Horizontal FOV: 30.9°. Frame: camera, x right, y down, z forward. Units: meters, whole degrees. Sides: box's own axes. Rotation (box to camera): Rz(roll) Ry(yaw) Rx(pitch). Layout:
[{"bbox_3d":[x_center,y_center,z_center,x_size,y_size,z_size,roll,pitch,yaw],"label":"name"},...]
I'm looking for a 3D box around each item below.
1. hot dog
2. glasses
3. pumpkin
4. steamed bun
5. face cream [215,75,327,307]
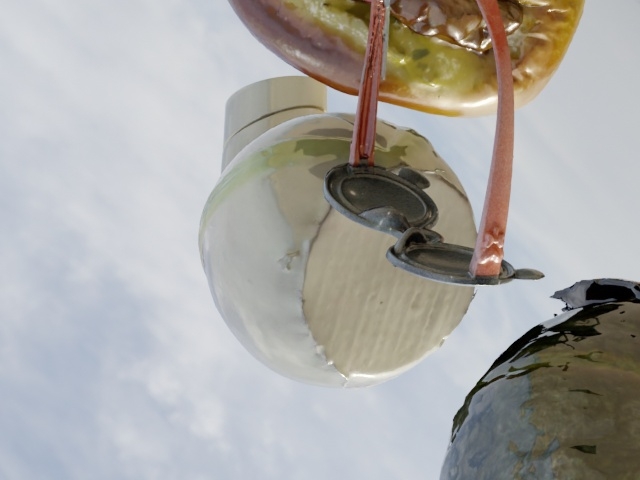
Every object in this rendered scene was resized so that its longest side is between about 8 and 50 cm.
[{"bbox_3d":[0.035,-0.267,1.077,0.405,0.185,0.223,37,-144,20],"label":"hot dog"},{"bbox_3d":[0.094,-0.110,0.891,0.118,0.268,0.234,-3,-154,-22],"label":"glasses"},{"bbox_3d":[0.202,0.186,0.692,0.320,0.192,0.320,25,-123,-45],"label":"pumpkin"},{"bbox_3d":[0.000,0.000,1.248,0.309,0.309,0.309,39,-158,-20],"label":"steamed bun"},{"bbox_3d":[-0.061,-0.076,1.526,0.081,0.174,0.348,39,-141,-42],"label":"face cream"}]
